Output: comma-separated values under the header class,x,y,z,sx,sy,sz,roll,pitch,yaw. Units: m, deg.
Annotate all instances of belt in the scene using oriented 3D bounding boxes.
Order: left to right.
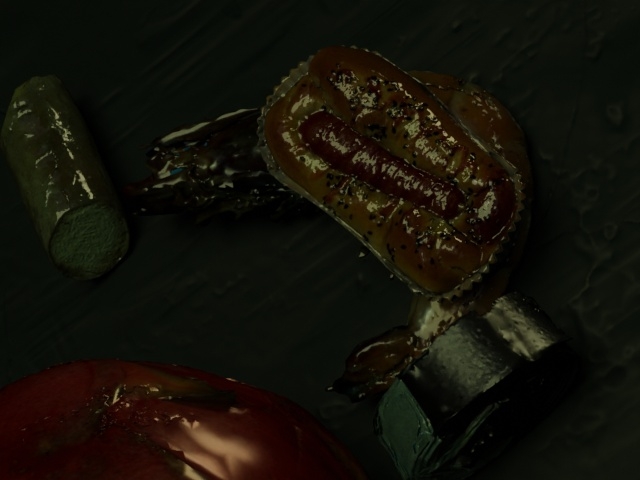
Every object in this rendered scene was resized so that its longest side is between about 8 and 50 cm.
class,x,y,z,sx,sy,sz,roll,pitch,yaw
belt,0.095,0.096,1.197,0.140,0.105,0.058,-47,60,20

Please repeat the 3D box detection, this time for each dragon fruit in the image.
class,x,y,z,sx,sy,sz,roll,pitch,yaw
dragon fruit,-0.112,0.212,1.165,0.302,0.295,0.295,3,76,-1

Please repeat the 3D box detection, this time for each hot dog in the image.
class,x,y,z,sx,sy,sz,roll,pitch,yaw
hot dog,0.046,-0.047,1.239,0.191,0.059,0.108,41,92,20

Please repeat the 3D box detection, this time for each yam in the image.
class,x,y,z,sx,sy,sz,roll,pitch,yaw
yam,-0.188,-0.046,1.406,0.070,0.070,0.146,-35,64,15

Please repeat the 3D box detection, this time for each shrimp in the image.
class,x,y,z,sx,sy,sz,roll,pitch,yaw
shrimp,0.000,0.000,1.298,0.290,0.054,0.222,-4,74,18
